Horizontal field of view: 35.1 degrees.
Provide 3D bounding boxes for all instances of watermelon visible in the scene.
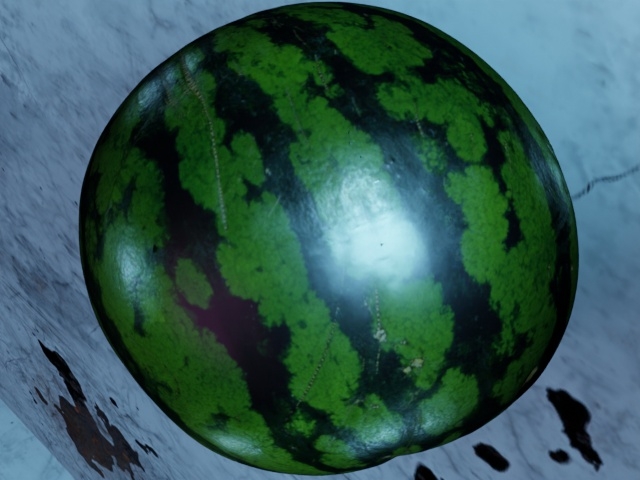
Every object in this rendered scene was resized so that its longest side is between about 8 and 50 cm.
[{"bbox_3d":[0.000,0.000,0.604,0.285,0.285,0.285,35,144,31],"label":"watermelon"}]
